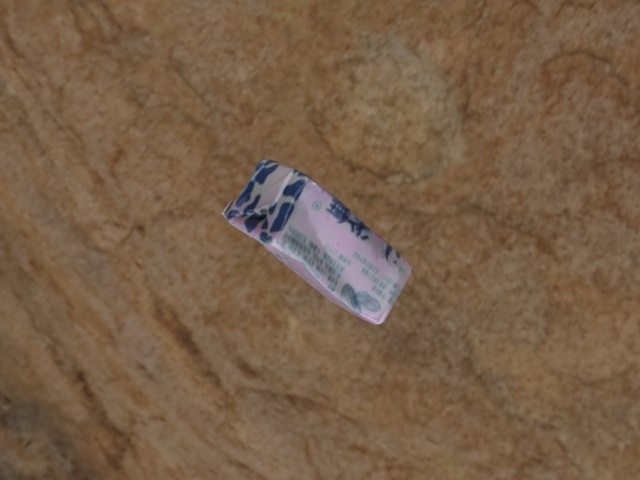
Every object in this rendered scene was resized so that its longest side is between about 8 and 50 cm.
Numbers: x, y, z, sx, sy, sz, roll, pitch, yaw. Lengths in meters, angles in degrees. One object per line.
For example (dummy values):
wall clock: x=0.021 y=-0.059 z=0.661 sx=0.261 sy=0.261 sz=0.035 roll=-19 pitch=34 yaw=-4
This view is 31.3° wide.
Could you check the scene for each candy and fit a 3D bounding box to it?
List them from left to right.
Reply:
candy: x=0.000 y=0.000 z=1.011 sx=0.160 sy=0.073 sz=0.092 roll=39 pitch=171 yaw=-38
